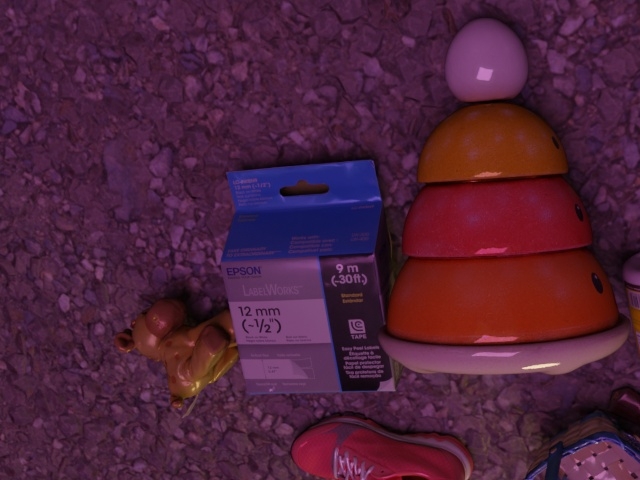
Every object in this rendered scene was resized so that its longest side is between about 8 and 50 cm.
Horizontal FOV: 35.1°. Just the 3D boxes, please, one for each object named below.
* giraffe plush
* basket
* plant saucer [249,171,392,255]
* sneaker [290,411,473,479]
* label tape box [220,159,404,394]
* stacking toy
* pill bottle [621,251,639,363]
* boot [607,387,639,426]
[{"bbox_3d":[-0.236,0.165,1.689,0.170,0.181,0.210,39,100,11],"label":"giraffe plush"},{"bbox_3d":[0.425,0.403,1.516,0.201,0.289,0.255,-38,99,27],"label":"basket"},{"bbox_3d":[0.000,0.000,1.617,0.241,0.037,0.241,6,113,15],"label":"plant saucer"},{"bbox_3d":[0.092,0.375,1.688,0.313,0.136,0.116,3,111,15],"label":"sneaker"},{"bbox_3d":[-0.017,0.063,1.565,0.249,0.115,0.348,-3,112,18],"label":"label tape box"},{"bbox_3d":[0.240,-0.068,1.406,0.350,0.350,0.480,-3,96,17],"label":"stacking toy"},{"bbox_3d":[0.515,0.124,1.472,0.117,0.117,0.215,-10,109,20],"label":"pill bottle"},{"bbox_3d":[0.517,0.254,1.573,0.114,0.037,0.106,33,115,6],"label":"boot"}]
